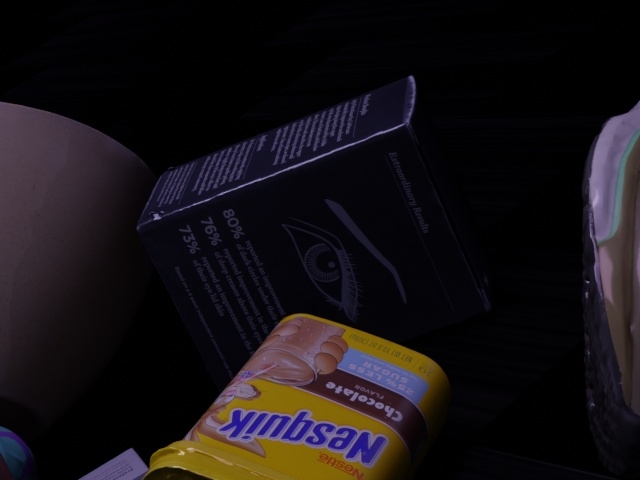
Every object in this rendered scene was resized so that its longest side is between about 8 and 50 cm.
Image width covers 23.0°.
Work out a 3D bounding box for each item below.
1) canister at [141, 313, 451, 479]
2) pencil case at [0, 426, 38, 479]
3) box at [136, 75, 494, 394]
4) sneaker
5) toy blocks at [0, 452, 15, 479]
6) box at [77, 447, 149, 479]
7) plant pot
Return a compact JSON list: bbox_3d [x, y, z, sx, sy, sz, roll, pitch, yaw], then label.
[{"bbox_3d":[-0.009,0.119,0.884,0.126,0.073,0.170,18,34,15],"label":"canister"},{"bbox_3d":[-0.253,0.191,1.053,0.070,0.064,0.152,-22,18,38],"label":"pencil case"},{"bbox_3d":[0.000,0.000,1.104,0.207,0.153,0.108,-19,20,12],"label":"box"},{"bbox_3d":[0.260,-0.019,0.892,0.182,0.158,0.410,6,38,25],"label":"sneaker"},{"bbox_3d":[-0.339,0.199,0.785,0.309,0.260,0.288,-18,26,36],"label":"toy blocks"},{"bbox_3d":[-0.144,0.203,0.936,0.145,0.038,0.186,-30,22,-12],"label":"box"},{"bbox_3d":[-0.265,0.048,1.191,0.284,0.284,0.191,-15,57,26],"label":"plant pot"}]
